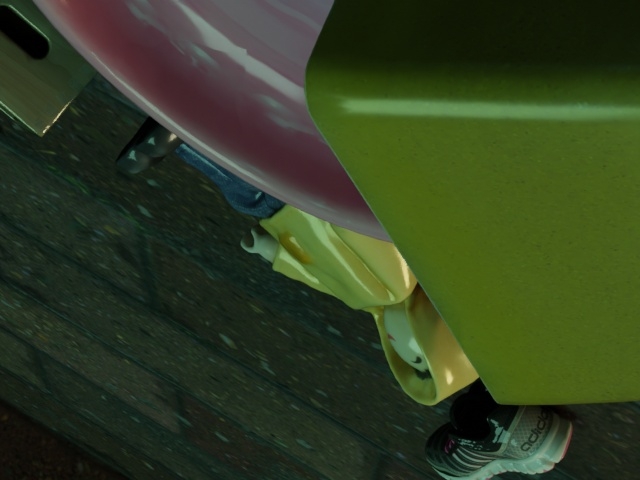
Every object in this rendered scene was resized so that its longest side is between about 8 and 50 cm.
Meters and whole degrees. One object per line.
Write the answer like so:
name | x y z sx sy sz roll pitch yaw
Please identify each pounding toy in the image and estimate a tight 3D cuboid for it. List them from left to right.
pounding toy | -0.211 -0.154 1.196 0.141 0.100 0.130 42 174 -16

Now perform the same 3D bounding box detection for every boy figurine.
boy figurine | 0.000 0.000 1.212 0.285 0.092 0.177 42 158 -14

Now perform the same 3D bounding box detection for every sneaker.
sneaker | 0.125 0.147 1.419 0.075 0.063 0.170 39 156 -17

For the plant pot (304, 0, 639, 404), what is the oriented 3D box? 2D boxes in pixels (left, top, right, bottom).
plant pot | 0.147 -0.069 0.638 0.187 0.212 0.212 5 149 31

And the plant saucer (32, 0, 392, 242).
plant saucer | -0.020 -0.123 0.942 0.332 0.084 0.332 29 162 11
